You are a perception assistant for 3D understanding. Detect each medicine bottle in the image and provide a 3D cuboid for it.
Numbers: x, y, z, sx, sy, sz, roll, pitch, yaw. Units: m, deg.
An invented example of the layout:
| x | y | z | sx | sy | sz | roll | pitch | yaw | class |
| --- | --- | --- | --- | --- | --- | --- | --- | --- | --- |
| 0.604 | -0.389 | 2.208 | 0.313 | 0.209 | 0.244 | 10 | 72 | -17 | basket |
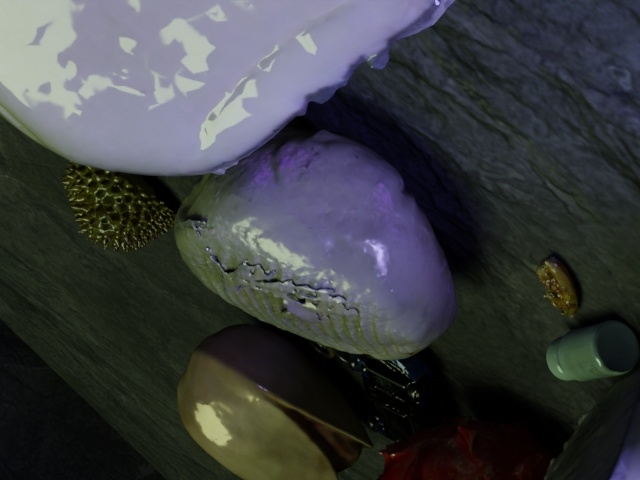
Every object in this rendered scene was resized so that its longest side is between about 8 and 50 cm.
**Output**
| x | y | z | sx | sy | sz | roll | pitch | yaw | class |
| --- | --- | --- | --- | --- | --- | --- | --- | --- | --- |
| 0.235 | 0.098 | 0.964 | 0.047 | 0.047 | 0.083 | 42 | 158 | -6 | medicine bottle |

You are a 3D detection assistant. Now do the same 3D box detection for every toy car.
| x | y | z | sx | sy | sz | roll | pitch | yaw | class |
| --- | --- | --- | --- | --- | --- | --- | --- | --- | --- |
| 0.099 | 0.180 | 1.306 | 0.103 | 0.063 | 0.216 | 24 | 147 | 33 | toy car |

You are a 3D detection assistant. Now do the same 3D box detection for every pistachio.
| x | y | z | sx | sy | sz | roll | pitch | yaw | class |
| --- | --- | --- | --- | --- | --- | --- | --- | --- | --- |
| -0.060 | 0.233 | 1.491 | 0.299 | 0.187 | 0.187 | 39 | 159 | -21 | pistachio |

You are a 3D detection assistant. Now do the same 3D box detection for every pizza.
| x | y | z | sx | sy | sz | roll | pitch | yaw | class |
| --- | --- | --- | --- | --- | --- | --- | --- | --- | --- |
| 0.203 | 0.041 | 0.949 | 0.037 | 0.016 | 0.083 | 28 | 157 | 41 | pizza |

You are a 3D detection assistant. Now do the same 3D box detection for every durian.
| x | y | z | sx | sy | sz | roll | pitch | yaw | class |
| --- | --- | --- | --- | --- | --- | --- | --- | --- | --- |
| -0.279 | -0.043 | 1.433 | 0.146 | 0.102 | 0.208 | 43 | 162 | -23 | durian |

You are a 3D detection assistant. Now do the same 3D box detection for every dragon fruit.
| x | y | z | sx | sy | sz | roll | pitch | yaw | class |
| --- | --- | --- | --- | --- | --- | --- | --- | --- | --- |
| 0.154 | 0.288 | 1.210 | 0.268 | 0.205 | 0.210 | -6 | 106 | 16 | dragon fruit |

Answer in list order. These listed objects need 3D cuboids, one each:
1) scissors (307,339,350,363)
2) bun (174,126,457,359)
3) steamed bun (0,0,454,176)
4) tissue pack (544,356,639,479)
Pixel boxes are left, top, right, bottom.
| x | y | z | sx | sy | sz | roll | pitch | yaw | class |
| --- | --- | --- | --- | --- | --- | --- | --- | --- | --- |
| -0.020 | 0.076 | 1.356 | 0.088 | 0.017 | 0.220 | 15 | 146 | 46 | scissors |
| 0.003 | 0.000 | 0.998 | 0.273 | 0.168 | 0.273 | 24 | 161 | 9 | bun |
| -0.087 | -0.222 | 0.609 | 0.334 | 0.233 | 0.312 | -27 | 121 | 21 | steamed bun |
| 0.336 | 0.299 | 0.852 | 0.380 | 0.297 | 0.207 | 38 | 117 | 10 | tissue pack |
